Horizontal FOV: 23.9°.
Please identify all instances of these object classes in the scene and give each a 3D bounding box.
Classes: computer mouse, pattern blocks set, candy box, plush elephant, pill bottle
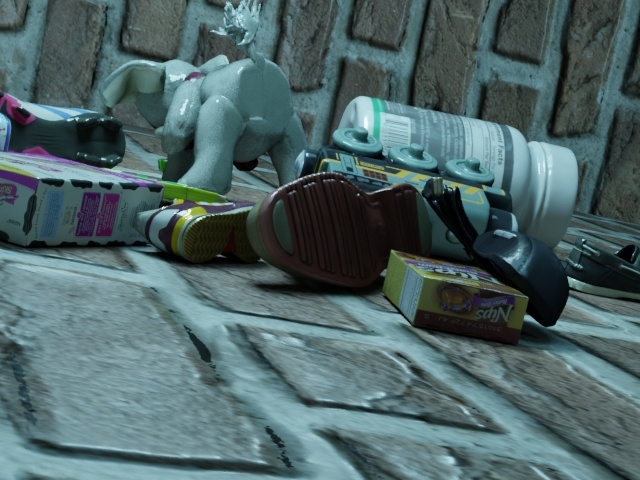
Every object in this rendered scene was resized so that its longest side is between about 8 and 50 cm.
[{"bbox_3d":[0.190,-0.002,1.611,0.184,0.060,0.262,52,-1,-5],"label":"computer mouse"},{"bbox_3d":[-0.221,-0.064,1.892,0.324,0.026,0.285,14,-4,-42],"label":"pattern blocks set"},{"bbox_3d":[-0.290,-0.046,1.552,0.159,0.071,0.233,15,7,24],"label":"candy box"},{"bbox_3d":[-0.180,-0.183,2.274,0.255,0.330,0.272,-8,-2,44],"label":"plush elephant"},{"bbox_3d":[0.206,-0.096,2.377,0.361,0.204,0.204,11,6,-12],"label":"pill bottle"},{"bbox_3d":[0.133,0.055,1.530,0.109,0.053,0.187,12,7,-9],"label":"candy box"}]

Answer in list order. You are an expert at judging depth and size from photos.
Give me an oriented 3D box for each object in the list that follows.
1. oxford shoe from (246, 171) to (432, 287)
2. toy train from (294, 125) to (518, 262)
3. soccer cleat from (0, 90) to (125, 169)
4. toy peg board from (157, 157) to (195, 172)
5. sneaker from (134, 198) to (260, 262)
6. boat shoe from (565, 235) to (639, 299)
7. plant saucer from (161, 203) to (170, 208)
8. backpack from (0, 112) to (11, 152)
[{"bbox_3d":[0.000,0.000,1.646,0.130,0.123,0.348,-11,-7,28],"label":"oxford shoe"},{"bbox_3d":[0.126,-0.054,2.167,0.333,0.142,0.190,14,24,-11],"label":"toy train"},{"bbox_3d":[-0.429,-0.141,2.111,0.143,0.116,0.331,-5,-10,44],"label":"soccer cleat"},{"bbox_3d":[-0.234,-0.180,2.591,0.079,0.161,0.161,-6,11,-15],"label":"toy peg board"},{"bbox_3d":[-0.121,-0.017,1.625,0.084,0.070,0.185,21,8,27],"label":"sneaker"},{"bbox_3d":[0.449,0.046,2.129,0.233,0.079,0.084,11,4,-25],"label":"boat shoe"},{"bbox_3d":[-0.215,-0.034,1.837,0.119,0.021,0.119,11,6,-1],"label":"plant saucer"},{"bbox_3d":[-0.447,-0.140,1.924,0.084,0.114,0.105,6,7,-43],"label":"backpack"}]
